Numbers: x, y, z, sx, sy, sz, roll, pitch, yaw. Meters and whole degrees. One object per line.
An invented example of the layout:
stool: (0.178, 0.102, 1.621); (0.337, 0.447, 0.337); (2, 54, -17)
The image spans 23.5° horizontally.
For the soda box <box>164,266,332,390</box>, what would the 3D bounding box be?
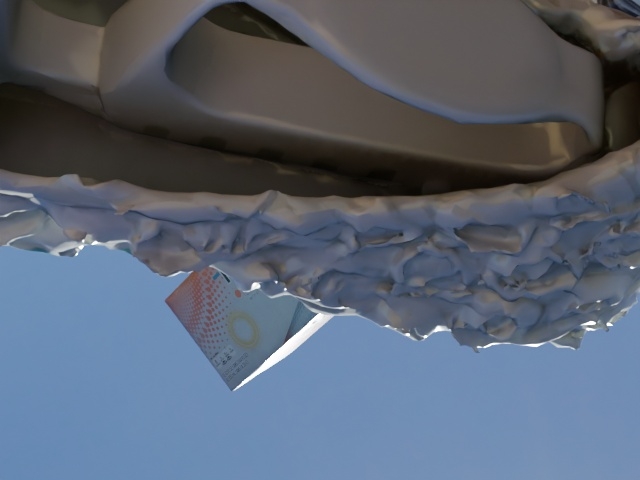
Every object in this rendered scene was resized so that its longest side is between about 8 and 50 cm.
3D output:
soda box: (0.000, 0.000, 0.751); (0.058, 0.063, 0.183); (-31, 170, -47)

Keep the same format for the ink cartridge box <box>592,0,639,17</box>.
ink cartridge box: (0.335, -0.189, 1.142); (0.395, 0.285, 0.166); (-36, -140, 45)

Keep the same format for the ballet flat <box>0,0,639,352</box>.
ballet flat: (-0.065, -0.065, 0.469); (0.408, 0.147, 0.147); (9, -163, -11)
